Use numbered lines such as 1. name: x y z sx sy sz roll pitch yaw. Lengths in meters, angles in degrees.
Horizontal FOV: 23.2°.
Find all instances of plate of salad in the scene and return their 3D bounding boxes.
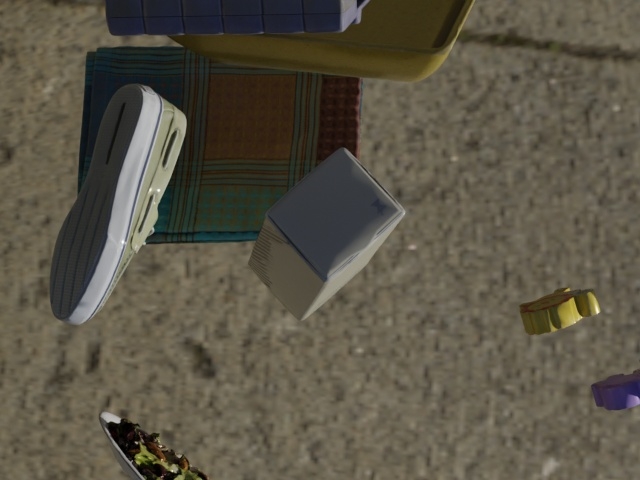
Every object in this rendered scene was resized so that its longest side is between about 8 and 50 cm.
1. plate of salad: -0.152 0.242 1.617 0.048 0.200 0.200 -44 116 1

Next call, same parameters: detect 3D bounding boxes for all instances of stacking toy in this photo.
1. stacking toy: 0.254 0.088 1.095 0.221 0.052 0.167 -21 97 -23

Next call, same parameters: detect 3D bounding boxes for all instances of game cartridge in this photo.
1. game cartridge: -0.045 -0.263 1.509 0.355 0.230 0.068 -56 140 -62

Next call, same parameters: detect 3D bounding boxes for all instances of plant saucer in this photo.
1. plant saucer: 0.029 -0.283 1.750 0.333 0.333 0.081 -63 154 -45

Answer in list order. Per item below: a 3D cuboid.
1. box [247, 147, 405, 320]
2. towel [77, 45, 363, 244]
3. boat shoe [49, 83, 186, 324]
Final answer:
1. box: 0.000 0.000 1.624 0.113 0.275 0.094 -41 85 -13
2. towel: -0.132 -0.126 2.000 0.040 0.370 0.271 63 28 -72
3. boat shoe: -0.238 -0.037 1.889 0.094 0.109 0.302 22 85 -39
